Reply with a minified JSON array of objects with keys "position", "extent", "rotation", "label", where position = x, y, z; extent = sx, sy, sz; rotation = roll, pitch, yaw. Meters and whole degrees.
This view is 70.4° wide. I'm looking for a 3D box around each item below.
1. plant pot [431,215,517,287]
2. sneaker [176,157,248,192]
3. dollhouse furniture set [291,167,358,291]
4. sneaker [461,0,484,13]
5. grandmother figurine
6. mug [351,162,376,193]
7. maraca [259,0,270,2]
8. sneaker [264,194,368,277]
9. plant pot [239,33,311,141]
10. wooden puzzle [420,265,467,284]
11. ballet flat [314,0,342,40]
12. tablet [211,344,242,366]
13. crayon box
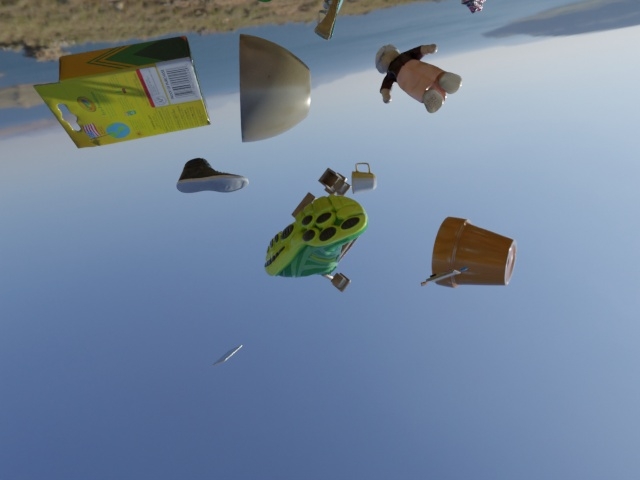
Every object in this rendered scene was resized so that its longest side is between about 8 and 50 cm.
[{"position":[0.438,0.044,1.275],"extent":[0.187,0.205,0.205],"rotation":[11,-153,32],"label":"plant pot"},{"position":[-0.451,-0.283,1.912],"extent":[0.295,0.105,0.147],"rotation":[-3,-122,-2],"label":"sneaker"},{"position":[0.085,-0.026,1.521],"extent":[0.303,0.174,0.355],"rotation":[-53,-132,3],"label":"dollhouse furniture set"},{"position":[0.594,-0.916,1.770],"extent":[0.119,0.057,0.047],"rotation":[-15,-145,-29],"label":"sneaker"},{"position":[0.258,-0.492,1.345],"extent":[0.207,0.104,0.342],"rotation":[-38,-136,8],"label":"grandmother figurine"},{"position":[0.118,-0.165,1.228],"extent":[0.064,0.078,0.062],"rotation":[-3,-147,-1],"label":"mug"},{"position":[-0.125,-0.697,1.136],"extent":[0.127,0.186,0.099],"rotation":[35,-154,11],"label":"maraca"},{"position":[0.000,0.000,0.920],"extent":[0.123,0.110,0.295],"rotation":[18,149,-32],"label":"sneaker"},{"position":[-0.127,-0.419,1.270],"extent":[0.190,0.284,0.284],"rotation":[-1,-162,-8],"label":"plant pot"},{"position":[0.278,0.079,1.032],"extent":[0.116,0.014,0.078],"rotation":[-21,165,18],"label":"wooden puzzle"},{"position":[0.033,-0.825,1.623],"extent":[0.073,0.232,0.080],"rotation":[18,160,-7],"label":"ballet flat"},{"position":[-0.248,0.306,1.206],"extent":[0.054,0.006,0.083],"rotation":[-29,-176,30],"label":"tablet"},{"position":[-0.429,-0.326,1.019],"extent":[0.318,0.202,0.081],"rotation":[-13,-118,-8],"label":"crayon box"}]
